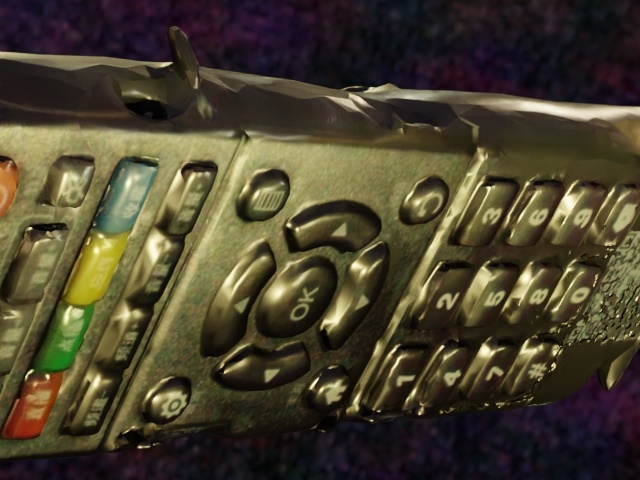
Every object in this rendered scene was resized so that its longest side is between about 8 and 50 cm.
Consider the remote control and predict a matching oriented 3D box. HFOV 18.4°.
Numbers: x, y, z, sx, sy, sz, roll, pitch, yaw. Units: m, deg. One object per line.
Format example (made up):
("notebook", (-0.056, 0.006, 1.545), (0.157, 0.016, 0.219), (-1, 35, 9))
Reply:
("remote control", (0.000, 0.000, 0.672), (0.398, 0.145, 0.062), (1, 32, -48))
